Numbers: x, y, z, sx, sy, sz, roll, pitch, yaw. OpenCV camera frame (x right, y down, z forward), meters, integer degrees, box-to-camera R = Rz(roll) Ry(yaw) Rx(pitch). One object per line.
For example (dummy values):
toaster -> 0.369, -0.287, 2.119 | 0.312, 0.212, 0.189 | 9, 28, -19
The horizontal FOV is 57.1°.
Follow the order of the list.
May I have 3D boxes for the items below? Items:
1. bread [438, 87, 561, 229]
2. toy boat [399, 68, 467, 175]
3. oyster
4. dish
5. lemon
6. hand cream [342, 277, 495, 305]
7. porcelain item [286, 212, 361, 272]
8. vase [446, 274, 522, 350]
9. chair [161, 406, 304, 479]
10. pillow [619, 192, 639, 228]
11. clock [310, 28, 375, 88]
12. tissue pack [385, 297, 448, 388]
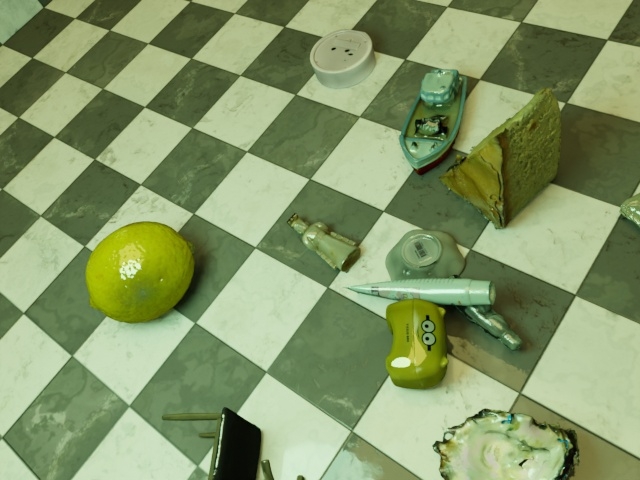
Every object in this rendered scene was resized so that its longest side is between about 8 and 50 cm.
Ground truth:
bread -> 0.393, -0.220, 1.354 | 0.248, 0.315, 0.279 | -38, 44, -9
toy boat -> 0.294, -0.322, 1.549 | 0.145, 0.133, 0.332 | 10, 62, 23
oyster -> 0.349, 0.401, 1.092 | 0.259, 0.092, 0.198 | -31, 53, 9
dish -> 0.238, 0.037, 1.375 | 0.190, 0.066, 0.191 | -9, 56, 13
lemon -> -0.451, 0.078, 1.474 | 0.267, 0.267, 0.268 | -9, 56, 13
hand cream -> 0.212, 0.107, 1.289 | 0.330, 0.085, 0.058 | 1, 80, 31
porcelain item -> 0.000, 0.000, 1.487 | 0.213, 0.054, 0.084 | 33, 70, 32
vase -> 0.346, 0.158, 1.262 | 0.060, 0.060, 0.211 | -38, 53, -8
chair -> -0.175, 0.441, 1.184 | 0.271, 0.188, 0.167 | -7, 57, 19
pillow -> 0.751, -0.040, 1.259 | 0.119, 0.053, 0.208 | -33, 57, -1
clock -> 0.070, -0.565, 1.824 | 0.196, 0.068, 0.197 | -9, 56, 13
tissue pack -> 0.206, 0.216, 1.233 | 0.127, 0.123, 0.178 | -5, 57, 16
